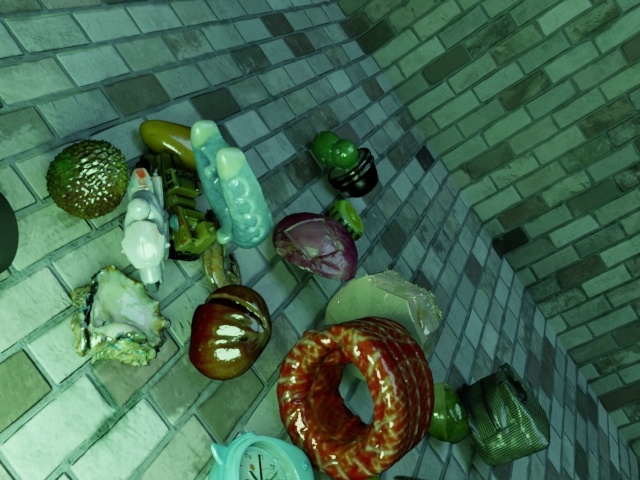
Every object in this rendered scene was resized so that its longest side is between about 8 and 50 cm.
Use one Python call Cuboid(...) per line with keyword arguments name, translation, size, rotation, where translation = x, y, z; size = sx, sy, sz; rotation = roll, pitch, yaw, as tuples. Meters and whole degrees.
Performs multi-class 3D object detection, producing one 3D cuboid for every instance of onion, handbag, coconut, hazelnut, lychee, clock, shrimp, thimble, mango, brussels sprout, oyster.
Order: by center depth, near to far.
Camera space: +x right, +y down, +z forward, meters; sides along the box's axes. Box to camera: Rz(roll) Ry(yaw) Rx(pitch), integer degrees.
Cuboid(name="oyster", translation=(-0.372, 0.149, 1.370), size=(0.198, 0.092, 0.259), rotation=(52, 10, -9))
Cuboid(name="clock", translation=(-0.123, 0.490, 1.433), size=(0.274, 0.094, 0.223), rotation=(35, 35, -34))
Cuboid(name="lychee", translation=(-0.448, -0.125, 1.436), size=(0.171, 0.171, 0.171), rotation=(40, 33, -32))
Cuboid(name="hazelnut", translation=(-0.183, 0.197, 1.536), size=(0.178, 0.178, 0.204), rotation=(48, 47, -19))
Cuboid(name="thimble", translation=(0.078, 0.348, 1.657), size=(0.231, 0.350, 0.350), rotation=(-2, 64, -58))
Cuboid(name="shrimp", translation=(-0.239, 0.036, 1.759), size=(0.143, 0.052, 0.251), rotation=(40, 36, -54))
Cuboid(name="mango", translation=(-0.328, -0.221, 1.796), size=(0.253, 0.113, 0.138), rotation=(28, 28, -28))
Cuboid(name="coconut", translation=(0.169, 0.231, 1.977), size=(0.297, 0.297, 0.309), rotation=(62, 24, 6))
Cuboid(name="onion", translation=(0.000, 0.000, 1.986), size=(0.250, 0.111, 0.247), rotation=(23, 22, -6))
Cuboid(name="brussels sprout", translation=(0.371, 0.516, 2.183), size=(0.183, 0.131, 0.145), rotation=(66, 23, 5))
Cuboid(name="handbag", translation=(0.580, 0.555, 2.366), size=(0.240, 0.247, 0.341), rotation=(62, 16, 1))

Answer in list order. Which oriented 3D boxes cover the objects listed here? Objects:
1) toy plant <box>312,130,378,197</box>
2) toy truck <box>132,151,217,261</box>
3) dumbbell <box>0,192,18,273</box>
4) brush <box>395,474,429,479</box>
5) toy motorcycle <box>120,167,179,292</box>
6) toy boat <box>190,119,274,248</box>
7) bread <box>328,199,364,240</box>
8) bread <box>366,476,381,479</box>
Cuboid(name="toy plant", translation=(0.082, -0.264, 2.459), size=(0.235, 0.175, 0.218), rotation=(51, -10, -23))
Cuboid(name="toy truck", translation=(-0.325, -0.085, 1.647), size=(0.127, 0.127, 0.257), rotation=(14, 47, -52))
Cuboid(name="dumbbell", translation=(-0.585, -0.003, 1.096), size=(0.152, 0.152, 0.218), rotation=(62, 27, 7))
Cuboid(name="brush", translation=(0.263, 0.654, 1.976), size=(0.190, 0.034, 0.027), rotation=(30, 55, -45))
Cuboid(name="toy motorcycle", translation=(-0.348, -0.032, 1.471), size=(0.171, 0.110, 0.260), rotation=(93, -12, -62))
Cuboid(name="toy boat", translation=(-0.215, -0.104, 1.647), size=(0.215, 0.123, 0.330), rotation=(45, -18, 35))
Cuboid(name="bread", translation=(0.080, -0.061, 2.352), size=(0.139, 0.071, 0.130), rotation=(47, 26, -18))
Cuboid(name="bread", translation=(0.083, 0.586, 1.648), size=(0.111, 0.114, 0.129), rotation=(38, 34, -33))
